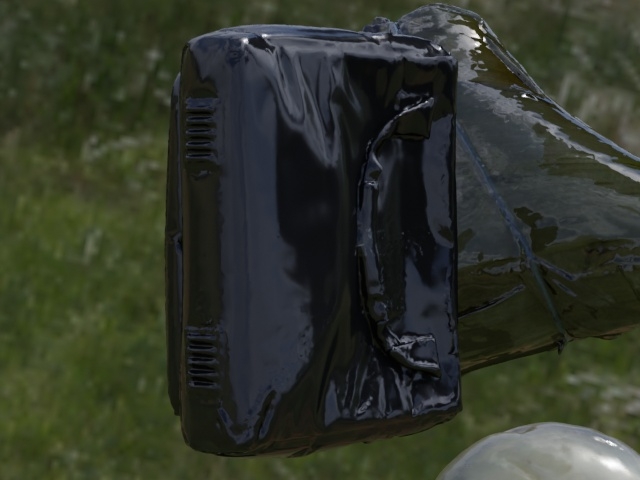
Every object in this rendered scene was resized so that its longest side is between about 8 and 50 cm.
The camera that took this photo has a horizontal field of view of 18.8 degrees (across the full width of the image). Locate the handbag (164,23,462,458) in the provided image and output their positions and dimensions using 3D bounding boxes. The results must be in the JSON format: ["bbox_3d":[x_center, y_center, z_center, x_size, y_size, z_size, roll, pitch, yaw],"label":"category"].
[{"bbox_3d":[0.000,0.000,1.267,0.244,0.275,0.088,-3,1,-45],"label":"handbag"}]

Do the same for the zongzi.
[{"bbox_3d":[0.204,-0.068,1.605,0.393,0.174,0.356,-13,51,12],"label":"zongzi"}]

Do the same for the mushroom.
[{"bbox_3d":[0.234,0.373,2.123,0.315,0.356,0.315,41,9,-8],"label":"mushroom"}]
